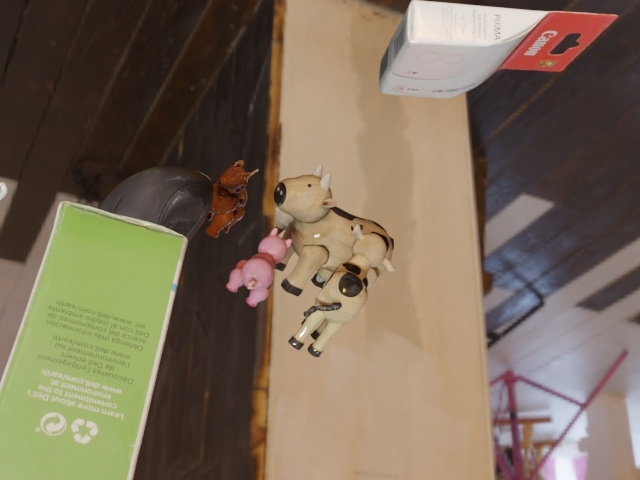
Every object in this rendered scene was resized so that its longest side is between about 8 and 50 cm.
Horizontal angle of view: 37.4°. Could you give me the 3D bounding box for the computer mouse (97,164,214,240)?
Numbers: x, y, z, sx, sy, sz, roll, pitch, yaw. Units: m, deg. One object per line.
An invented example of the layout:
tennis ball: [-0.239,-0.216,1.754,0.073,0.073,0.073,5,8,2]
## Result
computer mouse: [-0.204,0.006,0.995,0.188,0.272,0.072,-7,133,35]

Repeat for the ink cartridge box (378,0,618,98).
ink cartridge box: [0.197,-0.212,1.095,0.232,0.066,0.189,7,171,-5]

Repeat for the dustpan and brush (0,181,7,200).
dustpan and brush: [-0.420,-0.021,1.042,0.211,0.147,0.060,-23,176,40]

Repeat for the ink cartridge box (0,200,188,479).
ink cartridge box: [-0.117,0.099,0.409,0.062,0.209,0.109,17,140,-13]

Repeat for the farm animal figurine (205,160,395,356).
farm animal figurine: [0.000,0.000,1.299,0.172,0.330,0.326,-53,147,14]
